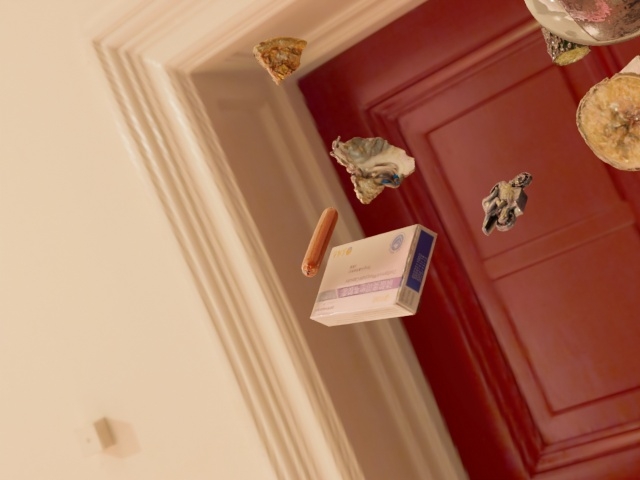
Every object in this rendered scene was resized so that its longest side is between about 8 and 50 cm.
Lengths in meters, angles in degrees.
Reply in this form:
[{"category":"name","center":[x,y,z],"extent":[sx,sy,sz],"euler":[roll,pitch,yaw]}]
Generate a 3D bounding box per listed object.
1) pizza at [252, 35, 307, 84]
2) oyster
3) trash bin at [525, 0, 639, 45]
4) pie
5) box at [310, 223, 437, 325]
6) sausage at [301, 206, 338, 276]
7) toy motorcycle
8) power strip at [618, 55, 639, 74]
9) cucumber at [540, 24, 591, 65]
[{"category":"pizza","center":[-0.133,-0.591,2.776],"extent":[0.182,0.062,0.161],"euler":[1,-82,-23]},{"category":"oyster","center":[0.126,-0.175,1.978],"extent":[0.223,0.083,0.214],"euler":[-7,-140,-31]},{"category":"trash bin","center":[0.540,-0.573,1.596],"extent":[0.280,0.280,0.432],"euler":[47,-135,-28]},{"category":"pie","center":[0.776,-0.295,2.111],"extent":[0.274,0.274,0.055],"euler":[54,-138,-17]},{"category":"box","center":[0.117,0.087,1.947],"extent":[0.065,0.343,0.200],"euler":[29,-114,-25]},{"category":"sausage","center":[0.000,0.000,2.511],"extent":[0.053,0.053,0.348],"euler":[52,-148,-21]},{"category":"toy motorcycle","center":[0.443,-0.089,2.065],"extent":[0.061,0.124,0.193],"euler":[47,-127,-27]},{"category":"power strip","center":[0.879,-0.451,2.455],"extent":[0.035,0.192,0.081],"euler":[18,-131,-22]},{"category":"cucumber","center":[0.536,-0.593,1.995],"extent":[0.096,0.096,0.359],"euler":[3,-113,-57]}]
